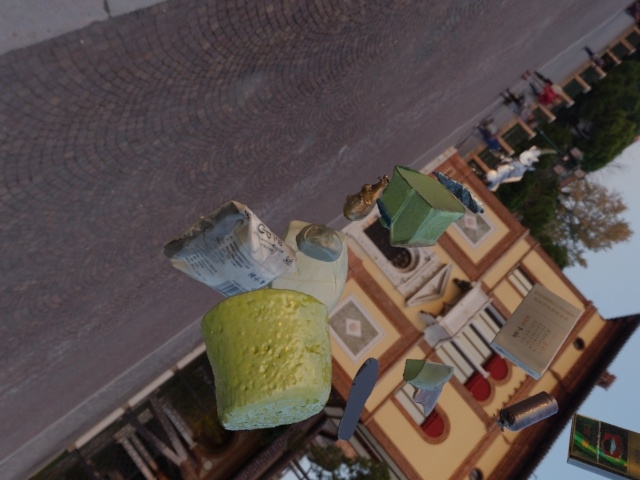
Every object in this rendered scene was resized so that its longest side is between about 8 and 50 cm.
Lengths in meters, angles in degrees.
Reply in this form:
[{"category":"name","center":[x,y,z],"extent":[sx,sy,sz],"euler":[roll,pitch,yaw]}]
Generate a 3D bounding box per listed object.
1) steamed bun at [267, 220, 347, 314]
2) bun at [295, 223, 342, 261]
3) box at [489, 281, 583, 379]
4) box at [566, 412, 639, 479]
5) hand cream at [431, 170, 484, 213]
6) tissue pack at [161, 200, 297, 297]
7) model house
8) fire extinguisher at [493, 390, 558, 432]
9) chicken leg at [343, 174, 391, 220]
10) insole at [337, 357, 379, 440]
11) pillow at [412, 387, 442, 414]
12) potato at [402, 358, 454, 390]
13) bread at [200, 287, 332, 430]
[{"category":"steamed bun","center":[-0.054,0.147,2.154],"extent":[0.290,0.371,0.456],"euler":[-92,-161,-84]},{"category":"bun","center":[0.000,0.000,1.626],"extent":[0.166,0.173,0.113],"euler":[1,-121,38]},{"category":"box","center":[0.841,0.341,1.691],"extent":[0.365,0.204,0.051],"euler":[-39,152,-28]},{"category":"box","center":[0.897,0.649,1.327],"extent":[0.159,0.240,0.071],"euler":[-56,144,-37]},{"category":"hand cream","center":[0.528,-0.183,1.668],"extent":[0.052,0.247,0.075],"euler":[-54,-178,-15]},{"category":"tissue pack","center":[-0.319,0.052,1.584],"extent":[0.390,0.195,0.375],"euler":[-25,135,22]},{"category":"model house","center":[0.271,-0.085,1.280],"extent":[0.195,0.214,0.189],"euler":[2,131,-43]},{"category":"fire extinguisher","center":[0.994,0.842,2.134],"extent":[0.337,0.136,0.114],"euler":[-16,-171,-17]},{"category":"chicken leg","center":[0.162,-0.150,1.513],"extent":[0.207,0.085,0.101],"euler":[-45,-157,-2]},{"category":"insole","center":[0.138,0.573,1.584],"extent":[0.012,0.110,0.310],"euler":[-2,-120,54]},{"category":"pillow","center":[0.356,0.487,1.422],"extent":[0.135,0.034,0.211],"euler":[-53,139,-17]},{"category":"potato","center":[0.320,0.382,1.211],"extent":[0.120,0.149,0.081],"euler":[135,-33,-73]},{"category":"bread","center":[-0.131,0.303,1.114],"extent":[0.348,0.308,0.348],"euler":[-7,144,-5]}]
